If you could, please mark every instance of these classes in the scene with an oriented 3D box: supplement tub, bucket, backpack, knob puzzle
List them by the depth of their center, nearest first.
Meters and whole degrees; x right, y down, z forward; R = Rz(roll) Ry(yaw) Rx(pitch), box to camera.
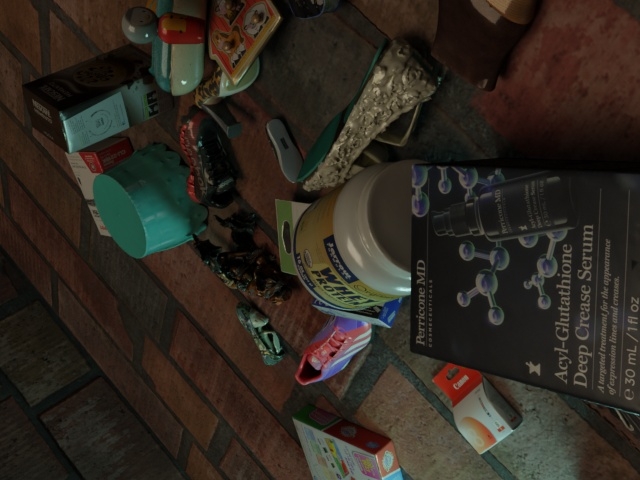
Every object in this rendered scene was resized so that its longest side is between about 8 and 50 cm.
[{"bbox_3d":[-0.008,-0.438,1.391,0.105,0.084,0.114,11,121,48],"label":"backpack"},{"bbox_3d":[0.100,-0.006,1.446,0.228,0.228,0.316,58,155,-1],"label":"supplement tub"},{"bbox_3d":[-0.167,-0.424,1.583,0.213,0.030,0.213,-3,86,43],"label":"knob puzzle"},{"bbox_3d":[-0.450,-0.097,2.148,0.281,0.183,0.281,33,138,35],"label":"bucket"}]

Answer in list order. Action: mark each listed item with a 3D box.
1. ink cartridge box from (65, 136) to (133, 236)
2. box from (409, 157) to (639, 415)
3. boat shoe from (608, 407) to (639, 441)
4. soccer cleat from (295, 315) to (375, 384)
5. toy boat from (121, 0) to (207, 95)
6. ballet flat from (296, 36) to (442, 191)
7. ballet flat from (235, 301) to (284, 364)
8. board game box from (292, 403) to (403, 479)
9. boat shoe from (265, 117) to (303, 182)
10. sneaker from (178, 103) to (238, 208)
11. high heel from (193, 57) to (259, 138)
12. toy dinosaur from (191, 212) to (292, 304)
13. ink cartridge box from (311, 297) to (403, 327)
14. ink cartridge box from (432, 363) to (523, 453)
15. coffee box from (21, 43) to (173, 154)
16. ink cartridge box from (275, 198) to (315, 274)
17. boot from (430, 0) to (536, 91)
[{"bbox_3d":[-0.589,-0.148,2.348,0.197,0.114,0.272,8,124,49],"label":"ink cartridge box"},{"bbox_3d":[0.336,0.037,1.150,0.395,0.212,0.293,8,102,49],"label":"box"},{"bbox_3d":[0.492,0.240,1.298,0.301,0.108,0.102,48,145,2],"label":"boat shoe"},{"bbox_3d":[0.030,0.235,1.865,0.108,0.116,0.318,48,146,14],"label":"soccer cleat"},{"bbox_3d":[-0.298,-0.416,1.613,0.318,0.148,0.267,-118,32,-76],"label":"toy boat"},{"bbox_3d":[0.081,-0.186,1.453,0.147,0.147,0.409,52,147,8],"label":"ballet flat"},{"bbox_3d":[-0.152,0.236,2.164,0.070,0.070,0.188,-20,102,56],"label":"ballet flat"},{"bbox_3d":[0.079,0.579,2.133,0.317,0.064,0.242,12,126,47],"label":"board game box"},{"bbox_3d":[-0.076,-0.189,1.725,0.142,0.049,0.040,68,164,-14],"label":"boat shoe"},{"bbox_3d":[-0.252,-0.183,1.904,0.135,0.098,0.276,34,142,32],"label":"sneaker"},{"bbox_3d":[-0.213,-0.367,1.725,0.186,0.093,0.261,51,142,34],"label":"high heel"},{"bbox_3d":[-0.211,0.061,2.018,0.322,0.164,0.218,4,139,27],"label":"toy dinosaur"},{"bbox_3d":[0.080,0.115,1.716,0.046,0.097,0.207,36,162,-37],"label":"ink cartridge box"},{"bbox_3d":[0.303,0.330,1.661,0.179,0.045,0.145,46,145,13],"label":"ink cartridge box"},{"bbox_3d":[-0.517,-0.337,1.933,0.168,0.297,0.118,33,140,31],"label":"coffee box"},{"bbox_3d":[0.000,0.000,1.732,0.235,0.056,0.171,12,111,51],"label":"ink cartridge box"},{"bbox_3d":[0.189,-0.354,1.200,0.248,0.090,0.206,40,141,18],"label":"boot"}]
